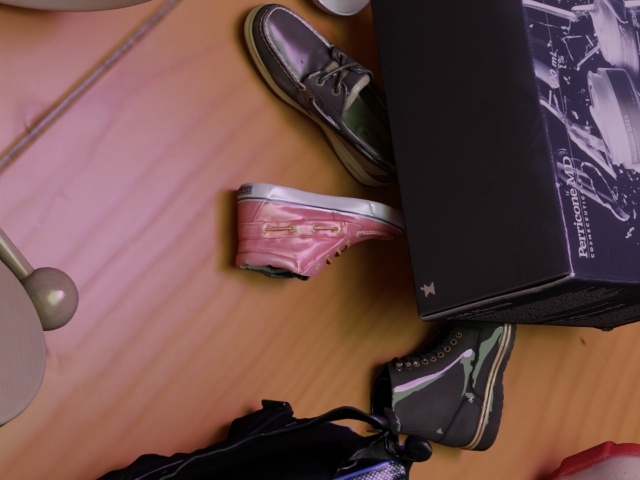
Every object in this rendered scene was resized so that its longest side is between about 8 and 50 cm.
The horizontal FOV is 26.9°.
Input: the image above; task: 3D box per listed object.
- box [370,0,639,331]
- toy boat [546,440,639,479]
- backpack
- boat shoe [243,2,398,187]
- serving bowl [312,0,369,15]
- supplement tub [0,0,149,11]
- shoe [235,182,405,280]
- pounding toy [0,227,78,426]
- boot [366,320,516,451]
[{"bbox_3d":[0.234,-0.097,1.308,0.312,0.179,0.343,4,72,-44],"label":"box"},{"bbox_3d":[0.345,0.290,1.442,0.231,0.151,0.151,50,30,-20],"label":"toy boat"},{"bbox_3d":[-0.068,0.249,1.075,0.263,0.276,0.213,-9,88,-23],"label":"backpack"},{"bbox_3d":[0.020,-0.144,1.284,0.223,0.073,0.080,50,59,-21],"label":"boat shoe"},{"bbox_3d":[0.013,-0.260,1.323,0.083,0.027,0.083,5,82,-35],"label":"serving bowl"},{"bbox_3d":[-0.210,-0.367,1.049,0.235,0.235,0.325,9,78,-35],"label":"supplement tub"},{"bbox_3d":[0.000,0.000,1.262,0.178,0.063,0.081,9,80,-29],"label":"shoe"},{"bbox_3d":[-0.306,0.072,1.023,0.183,0.110,0.237,43,32,-11],"label":"pounding toy"},{"bbox_3d":[0.118,0.105,1.327,0.137,0.077,0.198,10,77,-29],"label":"boot"}]
